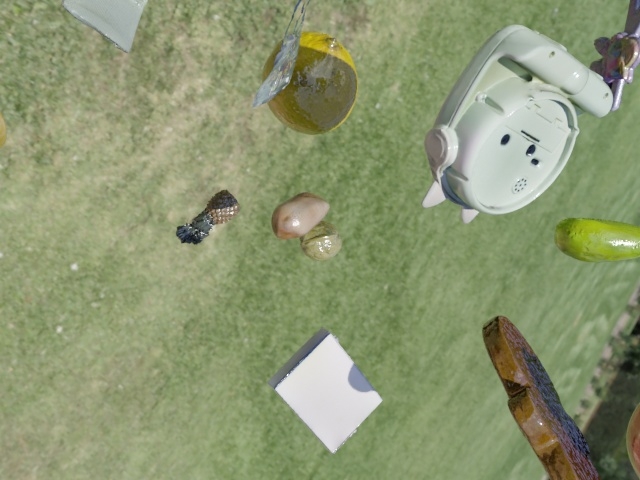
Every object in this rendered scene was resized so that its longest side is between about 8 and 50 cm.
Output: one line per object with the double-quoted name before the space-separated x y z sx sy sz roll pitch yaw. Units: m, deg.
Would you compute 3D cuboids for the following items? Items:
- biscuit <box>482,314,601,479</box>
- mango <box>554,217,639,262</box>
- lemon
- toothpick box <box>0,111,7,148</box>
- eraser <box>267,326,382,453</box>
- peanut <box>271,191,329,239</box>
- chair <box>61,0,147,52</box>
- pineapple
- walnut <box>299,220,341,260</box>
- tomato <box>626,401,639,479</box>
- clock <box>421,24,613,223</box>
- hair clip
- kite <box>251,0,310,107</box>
"biscuit" 0.241 0.187 0.838 0.039 0.236 0.180 -33 139 20
"mango" 0.477 0.003 1.287 0.091 0.165 0.074 -25 124 -73
"lemon" -0.022 -0.367 1.823 0.228 0.228 0.253 -48 145 -27
"toothpick box" -0.745 -0.196 1.199 0.425 0.409 0.408 -57 164 -57
"eraser" 0.010 0.198 1.006 0.104 0.023 0.150 -44 122 -14
"peanut" -0.037 -0.051 1.459 0.152 0.076 0.076 -39 148 -46
"chair" -0.416 -0.517 1.518 0.160 0.186 0.319 36 64 -38
"pineapple" -0.259 -0.048 1.747 0.159 0.074 0.074 -39 153 -5
"walnut" 0.000 0.000 1.575 0.092 0.092 0.092 -45 152 -32
"tomato" 0.678 0.362 1.366 0.256 0.224 0.255 -14 120 -26
"clock" 0.303 -0.162 1.240 0.265 0.108 0.324 15 115 -43
"hair clip" 0.617 -0.405 1.535 0.090 0.137 0.278 19 105 -34
"kite" -0.045 -0.319 1.204 0.141 0.015 0.245 -54 170 -53
